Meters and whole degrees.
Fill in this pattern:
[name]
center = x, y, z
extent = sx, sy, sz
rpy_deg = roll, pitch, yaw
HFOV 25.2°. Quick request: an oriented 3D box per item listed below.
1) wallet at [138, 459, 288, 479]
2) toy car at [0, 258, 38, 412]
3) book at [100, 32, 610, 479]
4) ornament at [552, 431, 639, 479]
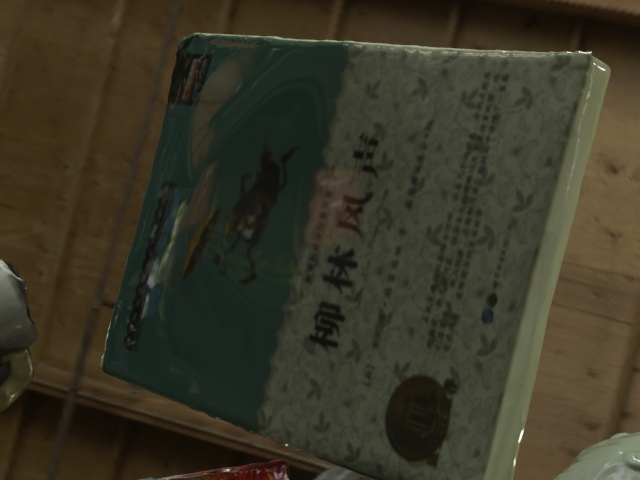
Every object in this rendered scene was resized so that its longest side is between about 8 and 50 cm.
[wallet]
center = -0.062, 0.233, 0.850
extent = 0.020, 0.103, 0.196
rpy_deg = 3, -87, 49
[toy car]
center = -0.204, -0.036, 0.567
extent = 0.101, 0.124, 0.256
rpy_deg = -21, -91, -23
[book]
center = 0.000, 0.000, 0.912
extent = 0.379, 0.031, 0.264
rpy_deg = 11, -93, 48
[ornament]
center = 0.228, 0.217, 0.736
extent = 0.285, 0.120, 0.130
rpy_deg = 44, -77, 0
